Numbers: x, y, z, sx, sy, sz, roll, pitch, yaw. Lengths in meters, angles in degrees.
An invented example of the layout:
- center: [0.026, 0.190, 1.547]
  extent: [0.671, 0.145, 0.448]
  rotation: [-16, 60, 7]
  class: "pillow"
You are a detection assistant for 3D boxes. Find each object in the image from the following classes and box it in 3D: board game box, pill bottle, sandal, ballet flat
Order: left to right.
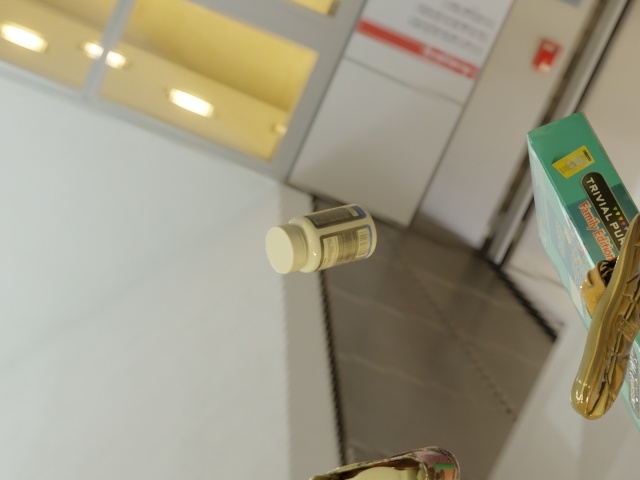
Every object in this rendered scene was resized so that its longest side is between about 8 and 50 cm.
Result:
- center: [0.000, 0.000, 2.096]
  extent: [0.137, 0.078, 0.078]
  rotation: [-13, -147, -33]
  class: "pill bottle"
- center: [0.037, 0.260, 1.597]
  extent: [0.079, 0.221, 0.077]
  rotation: [23, -130, -51]
  class: "ballet flat"
- center: [0.225, 0.053, 1.216]
  extent: [0.049, 0.180, 0.072]
  rotation: [13, 161, 36]
  class: "sandal"
- center: [0.357, 0.050, 1.880]
  extent: [0.254, 0.079, 0.336]
  rotation: [70, 178, -58]
  class: "board game box"
